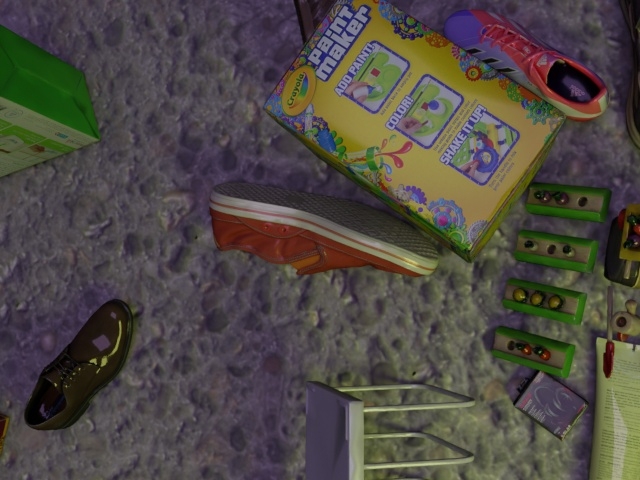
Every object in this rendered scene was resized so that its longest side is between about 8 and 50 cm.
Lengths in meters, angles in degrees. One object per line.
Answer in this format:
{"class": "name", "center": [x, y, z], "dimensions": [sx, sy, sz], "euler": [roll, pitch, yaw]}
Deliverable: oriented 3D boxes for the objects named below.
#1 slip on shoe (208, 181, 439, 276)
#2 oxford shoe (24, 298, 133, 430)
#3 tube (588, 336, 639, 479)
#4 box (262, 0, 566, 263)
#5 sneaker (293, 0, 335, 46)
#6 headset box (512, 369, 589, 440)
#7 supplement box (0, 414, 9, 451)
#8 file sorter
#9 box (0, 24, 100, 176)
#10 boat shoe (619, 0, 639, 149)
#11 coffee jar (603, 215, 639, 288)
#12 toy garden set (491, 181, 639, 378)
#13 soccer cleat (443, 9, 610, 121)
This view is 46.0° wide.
{"class": "slip on shoe", "center": [0.000, 0.000, 1.045], "dimensions": [0.332, 0.123, 0.101], "euler": [12, 111, 12]}
{"class": "oxford shoe", "center": [-0.353, 0.187, 1.106], "dimensions": [0.083, 0.096, 0.227], "euler": [32, 91, 14]}
{"class": "tube", "center": [0.387, 0.251, 0.967], "dimensions": [0.070, 0.062, 0.240], "euler": [14, 82, -31]}
{"class": "box", "center": [0.120, -0.124, 0.928], "dimensions": [0.279, 0.290, 0.177], "euler": [36, 94, 11]}
{"class": "sneaker", "center": [-0.001, -0.353, 1.096], "dimensions": [0.071, 0.066, 0.188], "euler": [-10, 89, -6]}
{"class": "headset box", "center": [0.300, 0.213, 0.997], "dimensions": [0.083, 0.032, 0.062], "euler": [36, 94, 11]}
{"class": "supplement box", "center": [-0.559, 0.295, 1.093], "dimensions": [0.104, 0.188, 0.080], "euler": [13, 89, 13]}
{"class": "file sorter", "center": [0.085, 0.325, 0.940], "dimensions": [0.173, 0.193, 0.277], "euler": [2, 86, -15]}
{"class": "box", "center": [-0.490, -0.184, 1.077], "dimensions": [0.231, 0.262, 0.126], "euler": [-18, 82, 11]}
{"class": "boat shoe", "center": [0.456, -0.285, 0.950], "dimensions": [0.132, 0.130, 0.355], "euler": [-3, 85, 12]}
{"class": "coffee jar", "center": [0.459, 0.022, 0.953], "dimensions": [0.185, 0.079, 0.096], "euler": [10, 90, 12]}
{"class": "toy garden set", "center": [0.320, 0.050, 0.941], "dimensions": [0.204, 0.049, 0.244], "euler": [12, 88, 47]}
{"class": "soccer cleat", "center": [0.274, -0.242, 1.004], "dimensions": [0.248, 0.095, 0.083], "euler": [37, 94, 12]}
